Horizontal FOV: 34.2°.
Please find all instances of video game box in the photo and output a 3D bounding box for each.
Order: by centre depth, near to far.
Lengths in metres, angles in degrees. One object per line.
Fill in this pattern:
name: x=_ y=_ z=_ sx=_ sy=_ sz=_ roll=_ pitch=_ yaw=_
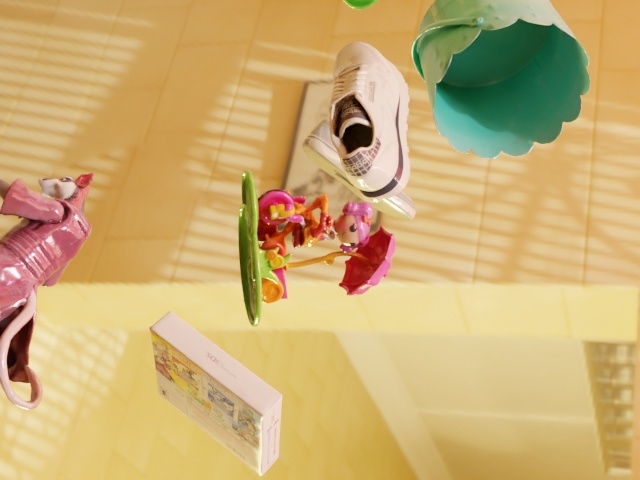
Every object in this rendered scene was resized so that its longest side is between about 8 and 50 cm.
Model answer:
video game box: x=-0.144 y=0.213 z=1.439 sx=0.205 sy=0.048 sz=0.187 roll=34 pitch=-30 yaw=19

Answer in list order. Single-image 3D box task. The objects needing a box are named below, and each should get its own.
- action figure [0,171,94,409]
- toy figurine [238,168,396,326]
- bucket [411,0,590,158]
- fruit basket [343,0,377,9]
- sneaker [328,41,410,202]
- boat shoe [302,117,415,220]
action figure: x=-0.462 y=0.026 z=1.606 sx=0.275 sy=0.370 sz=0.248 roll=25 pitch=-28 yaw=30
toy figurine: x=0.000 y=0.000 z=1.088 sx=0.159 sy=0.130 sz=0.173 roll=-5 pitch=-59 yaw=-11
bucket: x=0.292 y=-0.294 z=1.724 sx=0.281 sy=0.183 sz=0.281 roll=-6 pitch=-45 yaw=-6
fruit basket: x=0.096 y=-0.506 z=1.404 sx=0.283 sy=0.392 sz=0.392 roll=38 pitch=-38 yaw=-29
sneaker: x=0.050 y=-0.161 z=1.239 sx=0.090 sy=0.235 sz=0.095 roll=-28 pitch=-40 yaw=23
boat shoe: x=0.078 y=-0.121 z=1.728 sx=0.227 sy=0.081 sz=0.079 roll=36 pitch=-14 yaw=-13
